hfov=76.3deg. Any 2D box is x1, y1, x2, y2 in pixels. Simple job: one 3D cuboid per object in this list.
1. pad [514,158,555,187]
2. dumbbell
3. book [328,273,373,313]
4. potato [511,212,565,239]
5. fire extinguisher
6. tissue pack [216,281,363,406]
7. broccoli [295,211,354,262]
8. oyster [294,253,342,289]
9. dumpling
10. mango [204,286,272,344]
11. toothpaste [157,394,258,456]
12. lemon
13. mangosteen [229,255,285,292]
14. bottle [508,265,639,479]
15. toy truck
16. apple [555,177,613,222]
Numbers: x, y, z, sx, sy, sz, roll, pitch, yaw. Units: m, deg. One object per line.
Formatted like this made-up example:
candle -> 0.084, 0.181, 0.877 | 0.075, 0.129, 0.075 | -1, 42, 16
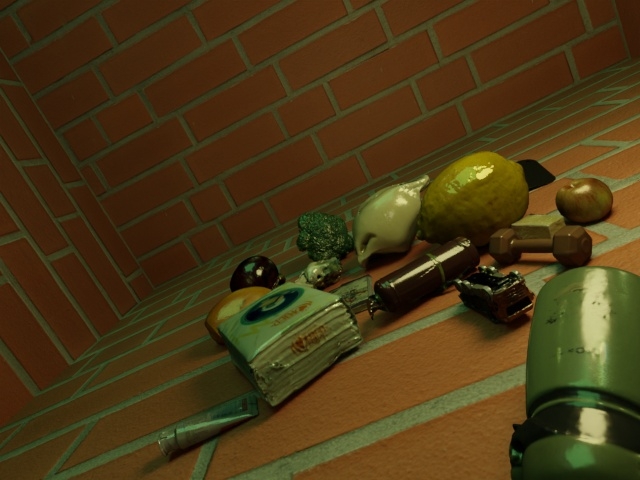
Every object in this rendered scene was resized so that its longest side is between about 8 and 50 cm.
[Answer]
pad -> 0.664, -0.187, 1.538 | 0.376, 0.063, 0.314 | -13, 28, 12
dumbbell -> 0.517, 0.013, 0.975 | 0.081, 0.092, 0.231 | -62, 23, -14
book -> 0.092, 0.180, 1.304 | 0.158, 0.026, 0.231 | -25, 13, 11
potato -> 0.578, -0.030, 1.077 | 0.086, 0.061, 0.122 | -30, 14, -20
fire extinguisher -> 0.260, 0.108, 1.067 | 0.342, 0.105, 0.141 | -27, 11, -12
tissue pack -> -0.105, 0.252, 1.114 | 0.288, 0.162, 0.388 | -32, 13, -21
broccoli -> 0.000, 0.000, 1.801 | 0.254, 0.268, 0.269 | -23, 10, -29
oyster -> -0.006, 0.135, 1.552 | 0.223, 0.083, 0.214 | -37, 13, -27
dumpling -> 0.257, -0.080, 1.503 | 0.394, 0.233, 0.315 | -58, -4, 10
mango -> -0.289, 0.258, 1.492 | 0.187, 0.138, 0.257 | 10, 46, 46
toothpaste -> -0.262, 0.436, 0.970 | 0.234, 0.057, 0.089 | -22, 14, -9
lemon -> 0.450, -0.108, 1.208 | 0.316, 0.285, 0.285 | -55, 22, -17
mangosteen -> -0.255, 0.179, 1.660 | 0.216, 0.216, 0.216 | -26, 13, 6
bottle -> 0.335, 0.187, 0.499 | 0.169, 0.168, 0.347 | -15, 22, 42
toy truck -> 0.368, 0.113, 0.879 | 0.083, 0.092, 0.192 | -28, 5, -6
apple -> 0.686, -0.106, 1.060 | 0.126, 0.101, 0.126 | -27, 12, 6
